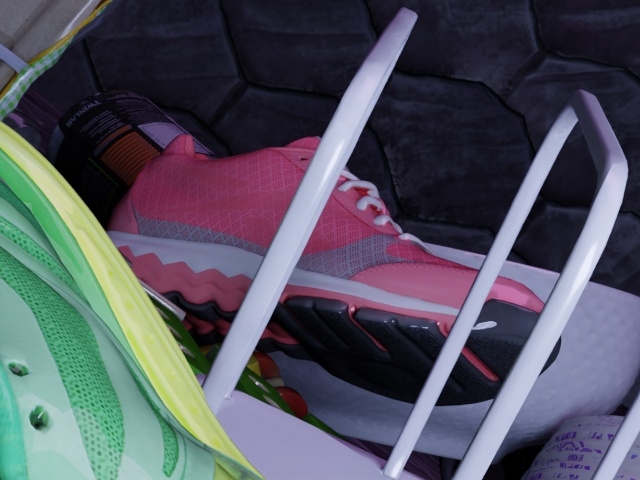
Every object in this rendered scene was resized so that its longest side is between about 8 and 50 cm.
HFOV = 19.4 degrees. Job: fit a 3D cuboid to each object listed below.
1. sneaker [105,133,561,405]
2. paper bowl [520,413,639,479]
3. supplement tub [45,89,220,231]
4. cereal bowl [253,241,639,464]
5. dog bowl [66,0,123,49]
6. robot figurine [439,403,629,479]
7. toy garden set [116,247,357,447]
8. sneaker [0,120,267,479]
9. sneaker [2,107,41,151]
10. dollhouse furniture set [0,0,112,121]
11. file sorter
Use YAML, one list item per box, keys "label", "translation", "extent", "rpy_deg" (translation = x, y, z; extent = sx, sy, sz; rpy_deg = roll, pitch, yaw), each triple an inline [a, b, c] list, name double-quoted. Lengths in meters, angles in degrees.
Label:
- label: "sneaker"
  translation: [-0.001, 0.000, 1.073]
  extent: [0.314, 0.136, 0.116]
  rpy_deg: [10, -24, 32]
- label: "paper bowl"
  translation: [0.267, 0.219, 1.247]
  extent: [0.284, 0.148, 0.284]
  rpy_deg: [33, -22, 15]
- label: "supplement tub"
  translation: [-0.136, -0.037, 1.517]
  extent: [0.117, 0.117, 0.190]
  rpy_deg: [39, 1, -43]
- label: "cereal bowl"
  translation: [0.068, 0.080, 1.365]
  extent: [0.339, 0.141, 0.339]
  rpy_deg: [11, -3, 1]
- label: "dog bowl"
  translation: [-0.287, -0.291, 1.513]
  extent: [0.349, 0.349, 0.102]
  rpy_deg: [39, -12, 11]
- label: "robot figurine"
  translation: [0.208, 0.214, 1.558]
  extent: [0.173, 0.209, 0.278]
  rpy_deg: [14, 13, -27]
- label: "toy garden set"
  translation: [-0.077, 0.065, 0.941]
  extent: [0.244, 0.049, 0.204]
  rpy_deg: [38, 3, -25]
- label: "sneaker"
  translation: [-0.040, 0.079, 0.352]
  extent: [0.295, 0.109, 0.123]
  rpy_deg: [39, 19, 21]
- label: "sneaker"
  translation: [-0.282, -0.147, 1.323]
  extent: [0.271, 0.108, 0.100]
  rpy_deg: [41, 0, 31]
- label: "dollhouse furniture set"
  translation: [-0.258, -0.176, 1.096]
  extent: [0.301, 0.197, 0.151]
  rpy_deg: [39, -8, 7]
- label: "file sorter"
  translation: [0.098, 0.069, 0.534]
  extent: [0.278, 0.173, 0.193]
  rpy_deg: [25, 14, 0]
